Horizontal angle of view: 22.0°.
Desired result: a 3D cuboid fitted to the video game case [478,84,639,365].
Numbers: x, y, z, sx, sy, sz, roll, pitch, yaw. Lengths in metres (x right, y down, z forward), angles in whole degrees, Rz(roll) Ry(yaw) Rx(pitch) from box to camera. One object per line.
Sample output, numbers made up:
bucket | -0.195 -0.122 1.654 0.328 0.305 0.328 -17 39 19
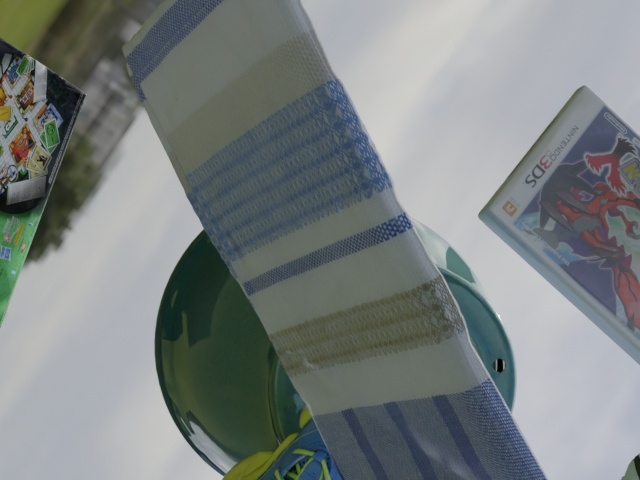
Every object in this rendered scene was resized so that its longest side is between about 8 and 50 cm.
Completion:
video game case | 0.262 -0.016 1.465 0.183 0.201 0.023 -50 -177 -32

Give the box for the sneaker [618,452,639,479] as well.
sneaker | 0.312 0.218 1.423 0.043 0.109 0.040 -63 159 -8

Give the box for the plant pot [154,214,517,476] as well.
plant pot | 0.025 0.097 1.273 0.271 0.272 0.255 -56 -166 -4

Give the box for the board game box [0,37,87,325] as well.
board game box | -0.315 -0.054 1.532 0.030 0.136 0.259 -1 -116 42

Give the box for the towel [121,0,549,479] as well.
towel | 0.000 0.000 0.788 0.034 0.285 0.209 -28 -179 -22

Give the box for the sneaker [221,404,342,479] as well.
sneaker | -0.012 0.180 1.063 0.240 0.091 0.126 -44 -172 49
